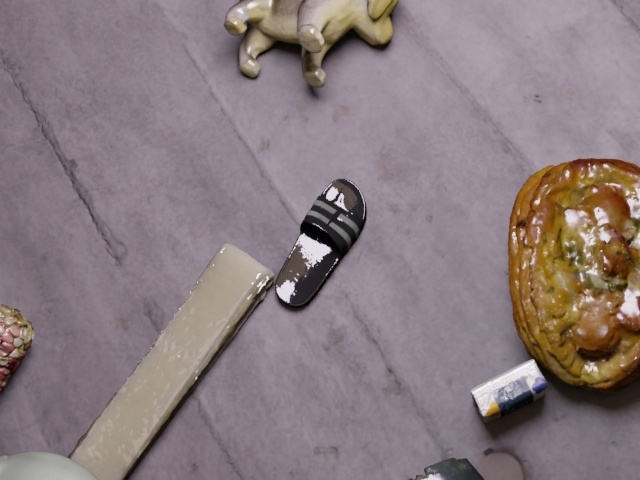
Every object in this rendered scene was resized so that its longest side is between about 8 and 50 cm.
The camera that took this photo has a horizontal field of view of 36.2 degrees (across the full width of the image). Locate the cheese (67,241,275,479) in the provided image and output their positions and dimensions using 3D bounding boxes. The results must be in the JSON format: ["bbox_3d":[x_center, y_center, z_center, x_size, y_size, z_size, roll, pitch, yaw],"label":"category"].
[{"bbox_3d":[-0.202,0.182,1.216,0.085,0.034,0.400,33,82,13],"label":"cheese"}]

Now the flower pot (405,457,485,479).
[{"bbox_3d":[0.135,0.311,1.074,0.157,0.157,0.107,-33,60,-1],"label":"flower pot"}]

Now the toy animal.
[{"bbox_3d":[-0.011,-0.288,1.281,0.233,0.121,0.168,3,58,19],"label":"toy animal"}]

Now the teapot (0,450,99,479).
[{"bbox_3d":[-0.352,0.395,1.122,0.220,0.149,0.318,20,106,19],"label":"teapot"}]

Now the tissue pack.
[{"bbox_3d":[0.218,0.176,1.137,0.083,0.062,0.042,-26,70,0],"label":"tissue pack"}]

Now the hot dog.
[{"bbox_3d":[0.314,0.035,1.133,0.196,0.122,0.272,3,73,9],"label":"hot dog"}]

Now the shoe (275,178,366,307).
[{"bbox_3d":[0.000,0.000,1.227,0.071,0.049,0.179,28,80,14],"label":"shoe"}]

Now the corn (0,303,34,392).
[{"bbox_3d":[-0.464,0.206,1.218,0.098,0.098,0.290,31,85,15],"label":"corn"}]
